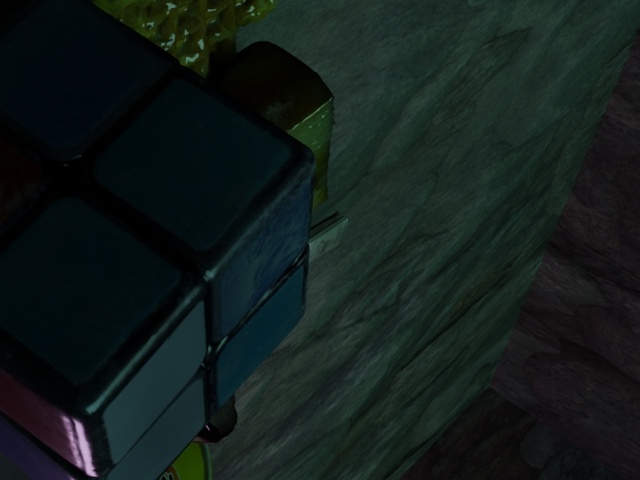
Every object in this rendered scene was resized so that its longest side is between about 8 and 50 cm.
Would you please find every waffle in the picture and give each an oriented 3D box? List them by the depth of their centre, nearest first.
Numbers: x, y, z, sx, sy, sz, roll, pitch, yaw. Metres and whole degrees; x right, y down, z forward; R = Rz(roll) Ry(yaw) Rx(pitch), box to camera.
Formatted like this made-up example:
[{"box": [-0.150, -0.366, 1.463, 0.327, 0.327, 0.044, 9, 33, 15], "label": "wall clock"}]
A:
[{"box": [-0.118, -0.280, 1.502, 0.302, 0.068, 0.325, -59, 162, 10], "label": "waffle"}]

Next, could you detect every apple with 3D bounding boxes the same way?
[{"box": [-0.074, -0.091, 1.704, 0.346, 0.179, 0.254, 99, -7, -72], "label": "apple"}]

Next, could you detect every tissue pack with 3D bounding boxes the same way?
[{"box": [0.000, 0.000, 2.299, 0.108, 0.023, 0.056, -33, 150, -47], "label": "tissue pack"}]

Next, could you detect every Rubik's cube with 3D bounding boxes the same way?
[{"box": [-0.213, 0.018, 1.353, 0.318, 0.316, 0.313, -49, 165, -24], "label": "Rubik's cube"}]

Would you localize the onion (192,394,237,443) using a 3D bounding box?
[{"box": [-0.195, 0.109, 1.726, 0.146, 0.314, 0.280, -20, 156, 6], "label": "onion"}]

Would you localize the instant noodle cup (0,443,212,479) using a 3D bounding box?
[{"box": [-0.284, 0.271, 1.751, 0.264, 0.264, 0.200, -57, 151, 2], "label": "instant noodle cup"}]
